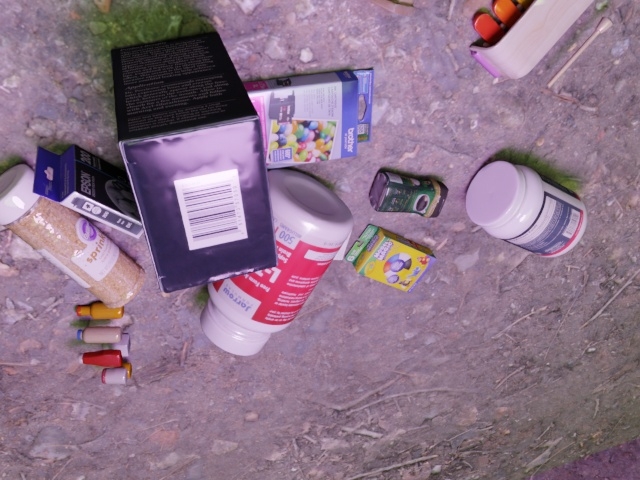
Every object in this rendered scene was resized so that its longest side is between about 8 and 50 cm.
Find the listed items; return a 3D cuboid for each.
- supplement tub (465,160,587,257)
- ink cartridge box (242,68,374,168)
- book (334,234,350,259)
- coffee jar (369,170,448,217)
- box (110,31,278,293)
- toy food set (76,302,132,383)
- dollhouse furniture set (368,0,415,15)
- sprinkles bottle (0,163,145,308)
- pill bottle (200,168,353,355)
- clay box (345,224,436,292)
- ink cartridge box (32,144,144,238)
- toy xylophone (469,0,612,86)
[{"bbox_3d":[0.525,-0.079,1.596,0.272,0.191,0.191,19,116,-31],"label":"supplement tub"},{"bbox_3d":[-0.025,-0.258,1.345,0.310,0.065,0.186,-12,128,-14],"label":"ink cartridge box"},{"bbox_3d":[0.000,0.000,1.562,0.144,0.035,0.096,5,120,-24],"label":"book"},{"bbox_3d":[0.218,-0.110,1.530,0.184,0.079,0.096,7,120,-23],"label":"coffee jar"},{"bbox_3d":[-0.231,-0.157,1.123,0.211,0.396,0.294,-13,128,-11],"label":"box"},{"bbox_3d":[-0.526,0.263,1.514,0.104,0.111,0.232,1,126,-6],"label":"toy food set"},{"bbox_3d":[0.025,-0.528,0.987,0.394,0.362,0.257,-16,134,-49],"label":"dollhouse furniture set"},{"bbox_3d":[-0.526,0.001,1.309,0.121,0.121,0.355,-34,130,6],"label":"sprinkles bottle"},{"bbox_3d":[-0.116,0.059,1.432,0.228,0.229,0.408,17,118,-30],"label":"pill bottle"},{"bbox_3d":[0.185,0.050,1.653,0.221,0.053,0.127,21,115,-32],"label":"clay box"},{"bbox_3d":[-0.441,-0.107,1.205,0.208,0.206,0.045,27,109,-34],"label":"ink cartridge box"},{"bbox_3d":[0.490,-0.475,1.360,0.322,0.081,0.236,-42,128,12],"label":"toy xylophone"}]
